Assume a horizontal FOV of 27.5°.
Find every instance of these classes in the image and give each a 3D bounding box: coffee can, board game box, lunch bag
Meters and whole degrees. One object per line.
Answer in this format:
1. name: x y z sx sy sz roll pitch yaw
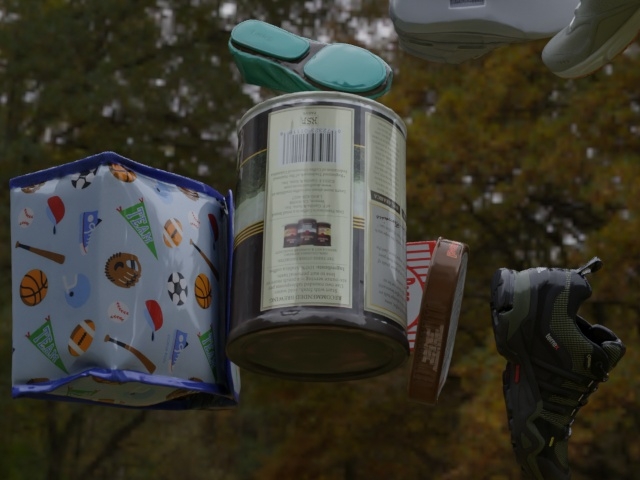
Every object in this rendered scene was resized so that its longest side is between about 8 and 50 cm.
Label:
1. coffee can: 0.000 0.000 1.475 0.201 0.275 0.201 1 -24 1
2. board game box: 0.063 0.082 1.728 0.193 0.147 0.045 -5 -15 3
3. lunch bag: -0.242 0.077 1.899 0.239 0.328 0.385 -10 -17 30

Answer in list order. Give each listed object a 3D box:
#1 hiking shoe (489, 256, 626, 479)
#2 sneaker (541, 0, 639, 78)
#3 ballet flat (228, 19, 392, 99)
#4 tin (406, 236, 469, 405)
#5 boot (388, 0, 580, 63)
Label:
1. hiking shoe: 0.220 0.127 1.176 0.114 0.227 0.086 -9 23 8
2. sneaker: 0.338 -0.294 1.526 0.121 0.099 0.262 38 -43 -14
3. ballet flat: -0.006 -0.196 1.569 0.247 0.083 0.087 24 -33 35
4. tin: 0.126 0.089 1.394 0.040 0.190 0.106 14 27 15
5. boot: 0.225 -0.294 1.759 0.258 0.095 0.123 4 -16 10
